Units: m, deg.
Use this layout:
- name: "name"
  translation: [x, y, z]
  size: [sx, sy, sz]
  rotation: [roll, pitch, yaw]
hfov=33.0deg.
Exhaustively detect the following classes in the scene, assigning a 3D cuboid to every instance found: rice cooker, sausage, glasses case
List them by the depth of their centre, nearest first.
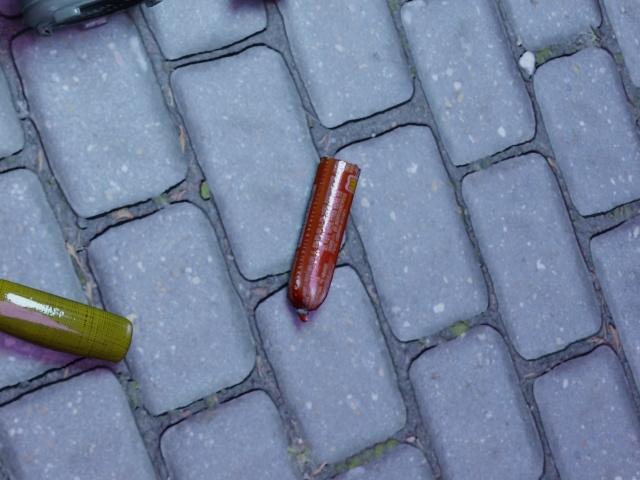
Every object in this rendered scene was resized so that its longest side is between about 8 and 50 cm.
- name: "rice cooker"
  translation: [-0.352, -0.437, 1.582]
  size: [0.281, 0.241, 0.226]
  rotation: [-16, 98, 22]
- name: "glasses case"
  translation: [-0.392, 0.122, 1.608]
  size: [0.234, 0.064, 0.079]
  rotation: [20, 73, -23]
- name: "sausage"
  translation: [0.000, 0.000, 1.778]
  size: [0.074, 0.074, 0.274]
  rotation: [19, 79, -20]
